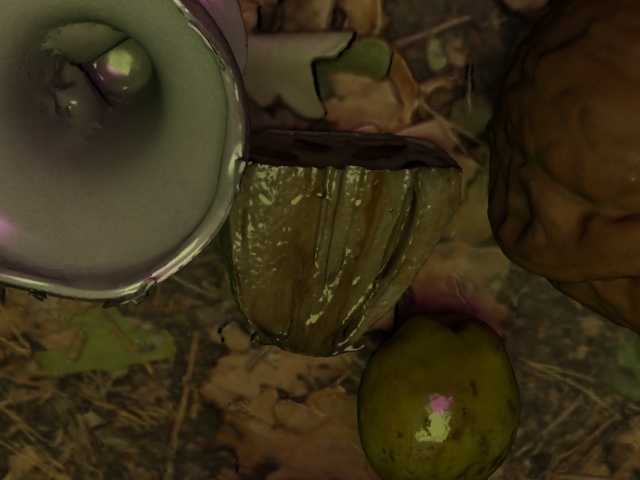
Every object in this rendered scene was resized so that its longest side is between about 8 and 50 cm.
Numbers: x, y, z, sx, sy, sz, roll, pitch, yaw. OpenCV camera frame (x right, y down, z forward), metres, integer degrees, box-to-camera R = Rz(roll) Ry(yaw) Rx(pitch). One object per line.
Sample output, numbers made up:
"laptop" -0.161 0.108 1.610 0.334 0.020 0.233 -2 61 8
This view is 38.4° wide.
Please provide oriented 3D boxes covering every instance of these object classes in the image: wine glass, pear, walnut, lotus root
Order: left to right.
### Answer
"wine glass" -0.111 -0.081 0.464 0.164 0.196 0.165 0 116 -1
"lotus root" -0.002 -0.002 0.567 0.143 0.070 0.144 7 116 -18
"pear" 0.075 0.109 0.597 0.107 0.107 0.131 13 107 -4
"walnut" 0.180 -0.043 0.464 0.213 0.213 0.213 1 115 1
